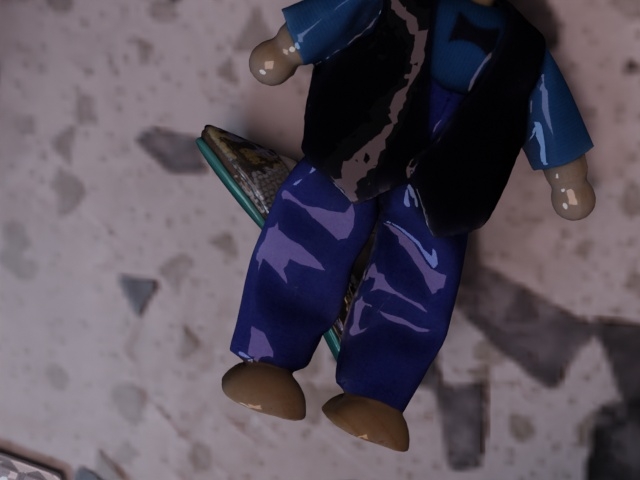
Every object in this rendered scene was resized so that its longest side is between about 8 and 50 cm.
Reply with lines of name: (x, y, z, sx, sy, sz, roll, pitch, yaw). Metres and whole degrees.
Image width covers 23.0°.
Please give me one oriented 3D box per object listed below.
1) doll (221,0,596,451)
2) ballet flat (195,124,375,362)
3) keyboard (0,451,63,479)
doll: (0.034, -0.028, 0.519, 0.129, 0.046, 0.189, 18, 96, -13)
ballet flat: (0.000, 0.000, 0.562, 0.041, 0.041, 0.114, -28, 102, 21)
keyboard: (-0.233, 0.086, 0.656, 0.256, 0.014, 0.072, 19, 113, 5)
